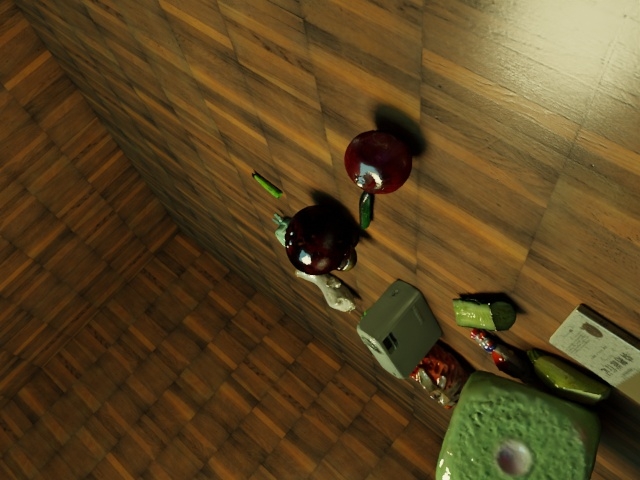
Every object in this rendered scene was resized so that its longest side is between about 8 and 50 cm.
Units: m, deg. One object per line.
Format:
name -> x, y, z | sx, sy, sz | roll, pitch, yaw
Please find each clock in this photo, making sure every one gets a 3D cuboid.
clock -> -0.091, -0.009, 2.034 | 0.211, 0.066, 0.159 | 42, 164, 2

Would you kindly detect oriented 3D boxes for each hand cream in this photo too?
hand cream -> -0.171, -0.175, 1.862 | 0.122, 0.023, 0.036 | 38, 175, 20

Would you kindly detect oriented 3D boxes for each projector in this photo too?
projector -> 0.232, 0.266, 1.738 | 0.108, 0.198, 0.250 | 26, 158, 44

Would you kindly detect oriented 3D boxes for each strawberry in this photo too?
strawberry -> 0.354, 0.410, 1.965 | 0.265, 0.149, 0.336 | 42, 176, -23

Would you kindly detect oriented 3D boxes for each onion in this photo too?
onion -> 0.106, -0.144, 1.097 | 0.131, 0.131, 0.131 | 39, 164, 13

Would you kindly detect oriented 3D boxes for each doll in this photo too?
doll -> 0.469, 0.299, 1.522 | 0.195, 0.062, 0.104 | 42, 151, 29

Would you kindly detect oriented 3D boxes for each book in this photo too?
book -> 0.606, 0.253, 1.136 | 0.310, 0.021, 0.217 | 36, 163, 21

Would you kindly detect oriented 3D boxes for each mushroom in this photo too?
mushroom -> 0.021, 0.169, 2.188 | 0.278, 0.096, 0.099 | 41, 164, 21

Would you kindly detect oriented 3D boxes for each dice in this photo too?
dice -> 0.479, 0.512, 1.429 | 0.319, 0.322, 0.330 | 17, 171, 24

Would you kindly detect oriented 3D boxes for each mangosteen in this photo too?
mangosteen -> 0.000, 0.000, 1.629 | 0.210, 0.210, 0.210 | 39, 164, 13

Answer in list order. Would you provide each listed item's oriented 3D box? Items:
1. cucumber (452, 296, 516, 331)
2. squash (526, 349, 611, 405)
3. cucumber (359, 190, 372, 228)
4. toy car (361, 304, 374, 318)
cucumber -> 0.382, 0.168, 1.392 | 0.211, 0.062, 0.077 | 160, 97, -79
squash -> 0.544, 0.314, 1.343 | 0.200, 0.075, 0.090 | 30, -174, 42
cucumber -> 0.109, -0.077, 1.436 | 0.036, 0.033, 0.184 | 55, 169, 23
toy car -> 0.199, 0.265, 2.060 | 0.062, 0.071, 0.165 | 62, 160, -13
